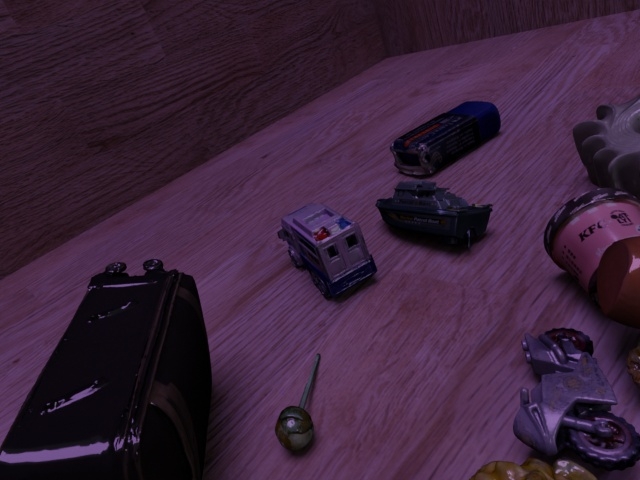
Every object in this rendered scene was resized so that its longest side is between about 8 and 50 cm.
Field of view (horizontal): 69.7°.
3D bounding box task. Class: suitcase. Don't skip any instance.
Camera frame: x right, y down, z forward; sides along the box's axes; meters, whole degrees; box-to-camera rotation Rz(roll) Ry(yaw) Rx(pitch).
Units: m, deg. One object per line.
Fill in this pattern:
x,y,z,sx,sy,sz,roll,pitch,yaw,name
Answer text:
-0.258,0.234,0.640,0.193,0.284,0.434,-4,26,-6,suitcase

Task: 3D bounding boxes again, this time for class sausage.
0.497,0.059,0.532,0.303,0.121,0.121,5,33,12,sausage

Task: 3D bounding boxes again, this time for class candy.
-0.023,0.237,0.716,0.061,0.061,0.202,-12,20,17,candy

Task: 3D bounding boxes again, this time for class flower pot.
0.692,-0.206,0.845,0.367,0.165,0.254,-26,28,21,flower pot

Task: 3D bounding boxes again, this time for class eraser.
0.374,-0.306,1.357,0.331,0.102,0.155,-32,30,-19,eraser

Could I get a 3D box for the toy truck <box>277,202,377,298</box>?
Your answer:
0.000,0.000,1.005,0.124,0.156,0.268,-28,28,-14,toy truck

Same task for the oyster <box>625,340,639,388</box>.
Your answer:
0.440,0.144,0.540,0.176,0.056,0.105,-12,26,-23,oyster

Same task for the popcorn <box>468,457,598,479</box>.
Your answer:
0.191,0.274,0.386,0.173,0.174,0.142,-12,12,17,popcorn

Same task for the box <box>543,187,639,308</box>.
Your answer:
0.435,0.020,0.686,0.150,0.151,0.135,-15,37,11,box

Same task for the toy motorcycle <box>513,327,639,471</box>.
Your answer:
0.290,0.185,0.559,0.122,0.080,0.215,-9,24,17,toy motorcycle

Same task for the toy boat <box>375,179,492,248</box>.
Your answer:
0.226,-0.071,1.015,0.114,0.122,0.296,-7,15,-33,toy boat
